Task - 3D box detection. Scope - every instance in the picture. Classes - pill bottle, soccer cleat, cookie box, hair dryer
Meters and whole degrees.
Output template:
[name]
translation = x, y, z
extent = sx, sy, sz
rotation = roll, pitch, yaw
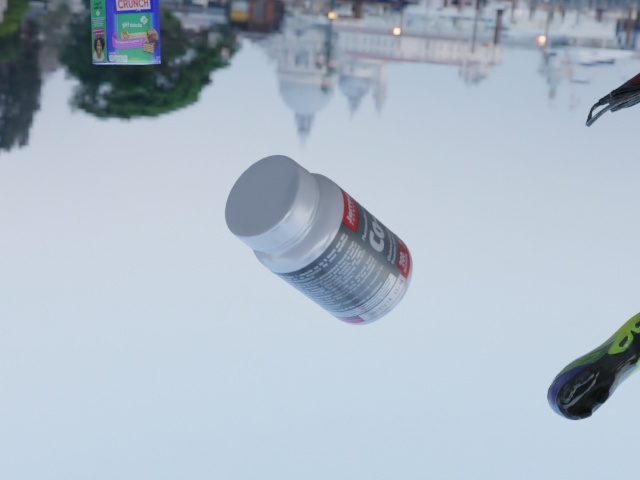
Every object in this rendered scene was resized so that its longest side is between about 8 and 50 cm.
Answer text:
[pill bottle]
translation = 0.000, 0.000, 1.661
extent = 0.161, 0.161, 0.283
rotation = 16, 164, 45
[soccer cleat]
translation = 0.487, 0.182, 1.826
extent = 0.289, 0.093, 0.121
rotation = -38, -172, -2
[cookie box]
translation = -0.264, -0.293, 1.515
extent = 0.040, 0.107, 0.092
rotation = 6, -170, 43
[hair dryer]
translation = 0.512, -0.263, 1.567
extent = 0.293, 0.080, 0.223
rotation = -42, -151, -27
